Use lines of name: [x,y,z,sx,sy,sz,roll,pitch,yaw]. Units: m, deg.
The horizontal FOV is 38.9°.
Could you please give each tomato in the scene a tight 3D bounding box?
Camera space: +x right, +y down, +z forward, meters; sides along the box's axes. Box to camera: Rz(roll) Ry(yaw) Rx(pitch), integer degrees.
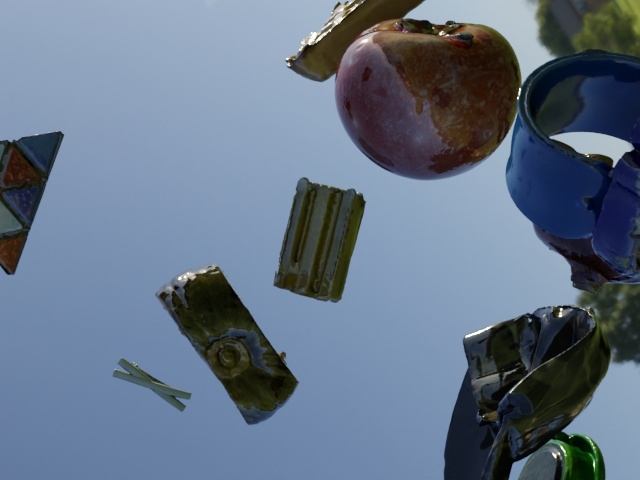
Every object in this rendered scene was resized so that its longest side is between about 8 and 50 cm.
tomato: [0.151,-0.202,1.307,0.270,0.270,0.227,-59,-26,-66]

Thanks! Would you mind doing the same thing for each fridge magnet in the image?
fridge magnet: [0.391,0.414,1.496,0.088,0.208,0.208,27,-150,-12]

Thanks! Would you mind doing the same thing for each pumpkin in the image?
pumpkin: [-0.172,0.182,1.684,0.317,0.139,0.222,54,174,-18]

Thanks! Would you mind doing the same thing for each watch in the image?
watch: [0.273,-0.084,0.809,0.196,0.171,0.200,-16,-134,-25]

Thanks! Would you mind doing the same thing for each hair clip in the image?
hair clip: [-0.237,0.203,1.293,0.115,0.030,0.039,28,-170,8]

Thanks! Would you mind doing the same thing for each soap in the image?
soap: [-0.001,0.000,1.816,0.076,0.135,0.233,4,-81,-65]

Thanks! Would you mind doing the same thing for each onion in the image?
onion: [0.380,-0.007,1.227,0.205,0.151,0.098,21,178,10]

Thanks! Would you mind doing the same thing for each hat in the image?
hat: [0.316,0.300,1.396,0.366,0.257,0.382,-81,-17,-78]

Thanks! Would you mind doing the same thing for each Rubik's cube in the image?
Rubik's cube: [-0.540,-0.130,1.720,0.284,0.234,0.250,51,-158,4]

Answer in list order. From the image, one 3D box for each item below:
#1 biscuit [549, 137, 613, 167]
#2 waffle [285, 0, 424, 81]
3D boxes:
biscuit: [0.399,-0.108,1.378,0.205,0.138,0.031,25,-104,-19]
waffle: [0.100,-0.404,1.542,0.077,0.348,0.304,50,-166,-14]
